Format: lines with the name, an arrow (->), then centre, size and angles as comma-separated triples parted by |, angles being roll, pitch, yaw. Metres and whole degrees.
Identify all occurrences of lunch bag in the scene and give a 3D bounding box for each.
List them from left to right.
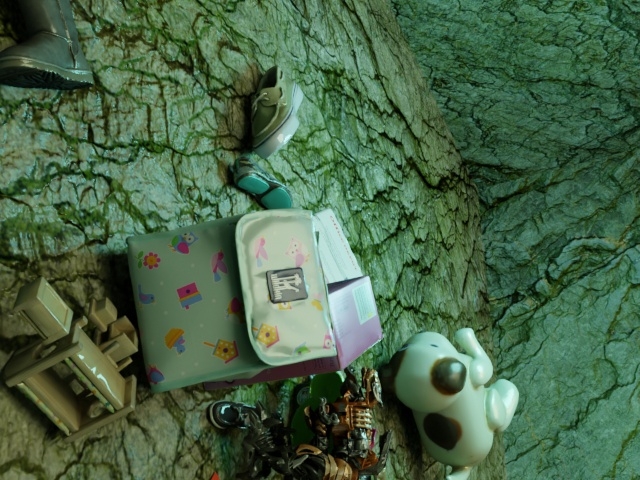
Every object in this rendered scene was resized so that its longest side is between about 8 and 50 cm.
lunch bag -> -0.117, 0.081, 0.959 | 0.160, 0.262, 0.224 | 81, -2, -80

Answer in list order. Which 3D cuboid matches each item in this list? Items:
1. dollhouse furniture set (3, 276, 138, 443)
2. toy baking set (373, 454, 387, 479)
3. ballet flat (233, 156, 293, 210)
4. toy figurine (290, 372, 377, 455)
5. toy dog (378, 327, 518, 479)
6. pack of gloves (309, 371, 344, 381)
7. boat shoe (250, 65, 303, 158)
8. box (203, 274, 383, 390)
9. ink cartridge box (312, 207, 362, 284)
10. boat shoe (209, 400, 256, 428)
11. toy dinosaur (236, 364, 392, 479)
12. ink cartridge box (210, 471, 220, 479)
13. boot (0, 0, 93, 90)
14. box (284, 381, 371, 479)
dollhouse furniture set -> -0.309, 0.111, 0.806 | 0.182, 0.101, 0.161 | 61, 3, -30
toy baking set -> 0.121, 0.603, 1.500 | 0.197, 0.030, 0.256 | -74, 161, -45
ballet flat -> -0.114, -0.116, 1.374 | 0.188, 0.070, 0.070 | 40, 42, -59
toy figurine -> 0.042, 0.335, 1.259 | 0.159, 0.130, 0.173 | 32, 57, -54
toy dog -> 0.315, 0.416, 1.852 | 0.408, 0.284, 0.395 | 55, 49, -38
pack of gloves -> 0.008, 0.229, 1.380 | 0.232, 0.046, 0.195 | 63, 13, 27
boat shoe -> -0.107, -0.274, 1.451 | 0.094, 0.109, 0.302 | 46, 25, -24
box -> -0.049, 0.149, 1.136 | 0.213, 0.242, 0.117 | -15, 91, -67
ink cartridge box -> -0.022, 0.043, 1.410 | 0.172, 0.100, 0.237 | 65, 24, -2
boat shoe -> -0.135, 0.288, 1.124 | 0.125, 0.038, 0.046 | 40, 42, -54
toy dinosaur -> -0.008, 0.349, 1.095 | 0.164, 0.218, 0.322 | 88, 23, -47
ink cartridge box -> -0.140, 0.419, 1.052 | 0.115, 0.029, 0.063 | 68, 25, -20
boot -> -0.370, -0.302, 0.873 | 0.189, 0.076, 0.209 | -48, 129, -79
box -> 0.025, 0.442, 1.378 | 0.270, 0.060, 0.216 | 53, 32, -43
